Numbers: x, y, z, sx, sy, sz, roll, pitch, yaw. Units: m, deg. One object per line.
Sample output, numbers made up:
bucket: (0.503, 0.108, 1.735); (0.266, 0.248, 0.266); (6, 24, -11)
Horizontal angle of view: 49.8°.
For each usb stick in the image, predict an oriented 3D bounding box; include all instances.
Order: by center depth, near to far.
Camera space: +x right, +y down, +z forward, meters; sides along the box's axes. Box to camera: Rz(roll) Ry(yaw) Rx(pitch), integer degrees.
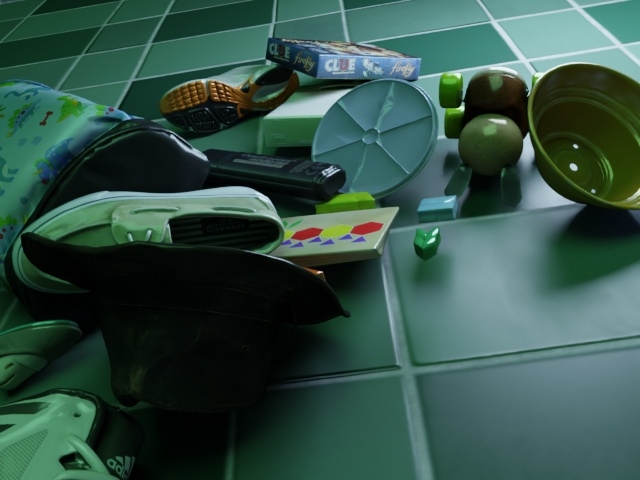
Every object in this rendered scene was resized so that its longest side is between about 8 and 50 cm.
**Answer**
usb stick: (-0.088, -0.102, 1.038); (0.278, 0.045, 0.077); (11, 32, 37)

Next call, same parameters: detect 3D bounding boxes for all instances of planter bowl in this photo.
planter bowl: (0.343, -0.114, 0.880); (0.217, 0.090, 0.217); (6, 63, -12)

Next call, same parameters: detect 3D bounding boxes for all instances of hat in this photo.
hat: (-0.131, 0.095, 0.651); (0.331, 0.331, 0.134); (4, 75, 21)

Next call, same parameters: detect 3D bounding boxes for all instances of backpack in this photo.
backpack: (-0.364, -0.074, 0.931); (0.290, 0.273, 0.355); (-54, 32, -8)

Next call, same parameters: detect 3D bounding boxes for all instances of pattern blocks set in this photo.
pattern blocks set: (0.000, 0.000, 0.856); (0.324, 0.026, 0.285); (-2, 23, 29)

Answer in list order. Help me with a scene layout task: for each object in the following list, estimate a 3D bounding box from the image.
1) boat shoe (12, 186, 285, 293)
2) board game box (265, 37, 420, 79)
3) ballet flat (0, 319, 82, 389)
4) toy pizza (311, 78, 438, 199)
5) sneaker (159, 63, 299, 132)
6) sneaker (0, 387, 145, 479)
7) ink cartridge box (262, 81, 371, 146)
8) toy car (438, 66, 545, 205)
boat shoe: (-0.186, -0.005, 0.775); (0.302, 0.109, 0.094); (-14, 18, -19)
board game box: (0.044, -0.339, 1.288); (0.243, 0.042, 0.165); (-9, 29, -37)
ballet flat: (-0.372, 0.143, 0.778); (0.213, 0.072, 0.068); (-11, 62, 2)
toy pizza: (0.080, -0.147, 1.016); (0.201, 0.032, 0.201); (-12, 64, 24)
sneaker: (-0.177, -0.273, 1.297); (0.262, 0.099, 0.121); (-15, 26, -20)
sneaker: (-0.186, 0.228, 0.498); (0.447, 0.169, 0.257); (10, 42, 32)
ink cartridge box: (0.017, -0.221, 1.190); (0.171, 0.056, 0.235); (0, 24, 15)
toy car: (0.241, -0.132, 0.969); (0.155, 0.149, 0.188); (5, 65, 19)
